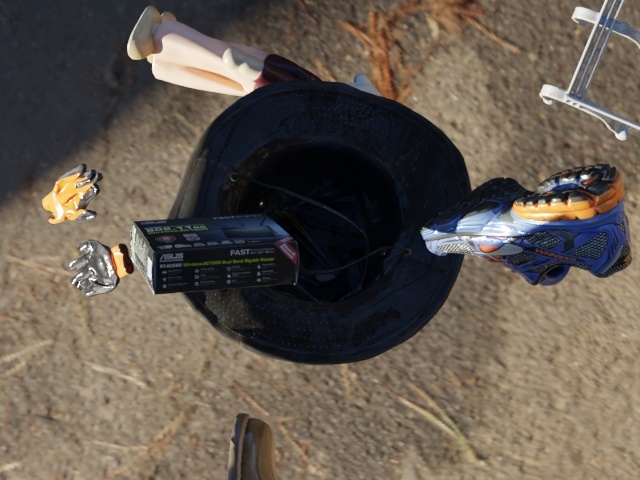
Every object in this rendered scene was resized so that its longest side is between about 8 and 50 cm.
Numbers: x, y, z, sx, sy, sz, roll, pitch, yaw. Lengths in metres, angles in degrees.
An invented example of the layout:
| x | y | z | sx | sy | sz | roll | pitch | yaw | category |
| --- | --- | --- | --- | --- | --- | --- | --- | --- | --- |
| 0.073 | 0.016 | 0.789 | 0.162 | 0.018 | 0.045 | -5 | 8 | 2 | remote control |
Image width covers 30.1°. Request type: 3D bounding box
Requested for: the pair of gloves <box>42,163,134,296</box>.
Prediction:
| x | y | z | sx | sy | sz | roll | pitch | yaw | category |
| --- | --- | --- | --- | --- | --- | --- | --- | --- | --- |
| -0.151 | -0.005 | 0.773 | 0.074 | 0.010 | 0.083 | -25 | 85 | 49 | pair of gloves |

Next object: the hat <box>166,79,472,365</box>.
| x | y | z | sx | sy | sz | roll | pitch | yaw | category |
| --- | --- | --- | --- | --- | --- | --- | --- | --- | --- |
| 0.000 | 0.000 | 1.240 | 0.331 | 0.134 | 0.331 | 0 | 61 | -1 | hat |

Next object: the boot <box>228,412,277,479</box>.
| x | y | z | sx | sy | sz | roll | pitch | yaw | category |
| --- | --- | --- | --- | --- | --- | --- | --- | --- | --- |
| -0.028 | 0.307 | 1.104 | 0.115 | 0.112 | 0.305 | -9 | 72 | 4 | boot |

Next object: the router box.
| x | y | z | sx | sy | sz | roll | pitch | yaw | category |
| --- | --- | --- | --- | --- | --- | --- | --- | --- | --- |
| -0.088 | 0.009 | 0.984 | 0.092 | 0.122 | 0.038 | -142 | 51 | -65 | router box |

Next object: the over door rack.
| x | y | z | sx | sy | sz | roll | pitch | yaw | category |
| --- | --- | --- | --- | --- | --- | --- | --- | --- | --- |
| 0.472 | -0.226 | 1.508 | 0.324 | 0.108 | 0.239 | 23 | 94 | 10 | over door rack |

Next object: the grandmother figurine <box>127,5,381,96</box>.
| x | y | z | sx | sy | sz | roll | pitch | yaw | category |
| --- | --- | --- | --- | --- | --- | --- | --- | --- | --- |
| -0.073 | -0.215 | 1.592 | 0.342 | 0.208 | 0.104 | 22 | 107 | 12 | grandmother figurine |

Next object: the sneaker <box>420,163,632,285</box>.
| x | y | z | sx | sy | sz | roll | pitch | yaw | category |
| --- | --- | --- | --- | --- | --- | --- | --- | --- | --- |
| 0.163 | -0.001 | 0.971 | 0.221 | 0.083 | 0.087 | -4 | 114 | 59 | sneaker |
